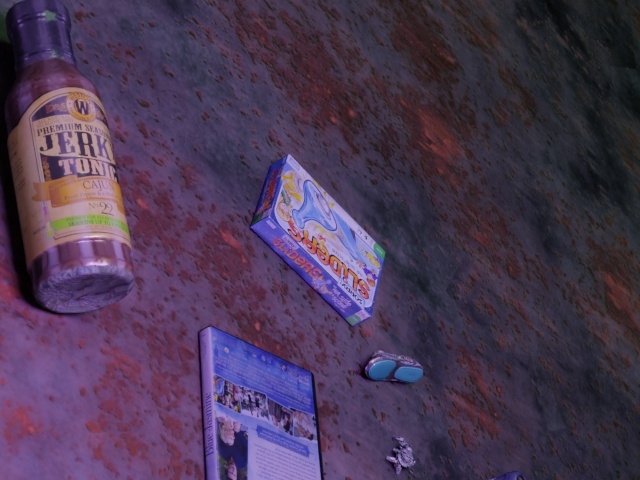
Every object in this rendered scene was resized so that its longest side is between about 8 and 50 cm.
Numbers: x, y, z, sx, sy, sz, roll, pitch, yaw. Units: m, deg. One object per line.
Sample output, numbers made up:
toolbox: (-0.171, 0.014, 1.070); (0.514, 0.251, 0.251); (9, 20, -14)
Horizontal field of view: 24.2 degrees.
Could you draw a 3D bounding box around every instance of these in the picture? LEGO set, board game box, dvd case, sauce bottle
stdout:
LEGO set: (0.110, 0.283, 1.882); (0.054, 0.023, 0.083); (-6, 70, -56)
board game box: (0.000, 0.000, 1.948); (0.201, 0.035, 0.136); (44, 35, -24)
dvd case: (-0.062, 0.235, 1.682); (0.180, 0.022, 0.253); (29, 43, -41)
sauce bottle: (-0.275, -0.098, 1.570); (0.111, 0.111, 0.344); (14, 53, -49)

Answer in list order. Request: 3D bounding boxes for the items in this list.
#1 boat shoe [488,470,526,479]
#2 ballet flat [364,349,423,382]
boat shoe: (0.278, 0.427, 1.950); (0.095, 0.079, 0.254); (8, 58, -52)
ballet flat: (0.087, 0.162, 1.945); (0.114, 0.041, 0.041); (15, 53, -49)
